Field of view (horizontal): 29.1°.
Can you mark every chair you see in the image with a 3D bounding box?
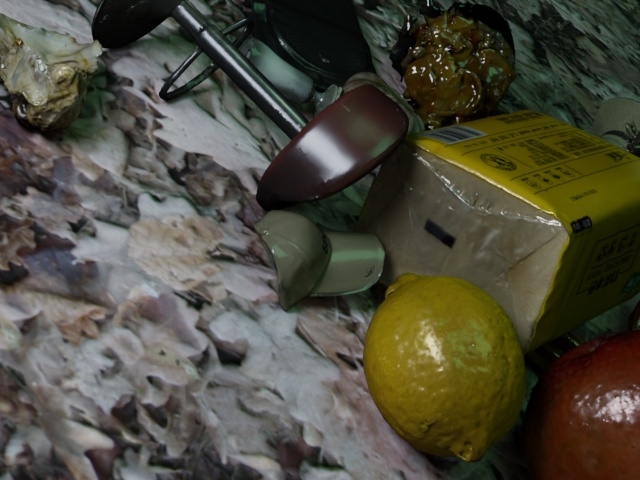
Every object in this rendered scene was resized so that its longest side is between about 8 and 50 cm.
[{"bbox_3d":[-0.082,-0.199,1.594,0.401,0.226,0.226,45,34,9],"label":"chair"}]

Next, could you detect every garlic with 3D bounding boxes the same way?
[{"bbox_3d":[0.084,-0.178,1.836,0.147,0.102,0.159,22,24,-49],"label":"garlic"}]

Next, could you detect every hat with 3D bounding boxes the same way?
[{"bbox_3d":[0.504,-0.102,2.106,0.130,0.257,0.257,-28,67,-19],"label":"hat"},{"bbox_3d":[0.000,0.000,1.538,0.175,0.085,0.147,-5,48,-22],"label":"hat"}]

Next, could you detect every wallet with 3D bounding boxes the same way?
[{"bbox_3d":[-0.017,-0.340,1.985,0.247,0.041,0.323,18,37,-31],"label":"wallet"}]

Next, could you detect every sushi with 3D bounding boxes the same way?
[{"bbox_3d":[0.218,-0.274,2.012,0.200,0.213,0.204,6,27,-8],"label":"sushi"}]

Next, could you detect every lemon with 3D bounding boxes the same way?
[{"bbox_3d":[0.145,0.145,1.447,0.188,0.188,0.257,9,50,-37],"label":"lemon"}]

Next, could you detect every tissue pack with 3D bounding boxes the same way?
[{"bbox_3d":[0.272,-0.024,1.683,0.293,0.228,0.382,29,27,29],"label":"tissue pack"}]

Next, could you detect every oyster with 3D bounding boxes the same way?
[{"bbox_3d":[-0.338,-0.207,1.490,0.161,0.107,0.233,11,24,-28],"label":"oyster"}]

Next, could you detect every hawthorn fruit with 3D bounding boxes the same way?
[{"bbox_3d":[0.407,0.251,1.506,0.311,0.295,0.295,49,35,12],"label":"hawthorn fruit"}]

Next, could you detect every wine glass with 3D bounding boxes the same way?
[{"bbox_3d":[-0.051,-0.232,1.797,0.155,0.072,0.072,27,36,-20],"label":"wine glass"}]

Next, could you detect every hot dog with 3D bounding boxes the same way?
[{"bbox_3d":[0.337,0.163,1.723,0.188,0.055,0.072,40,66,10],"label":"hot dog"}]

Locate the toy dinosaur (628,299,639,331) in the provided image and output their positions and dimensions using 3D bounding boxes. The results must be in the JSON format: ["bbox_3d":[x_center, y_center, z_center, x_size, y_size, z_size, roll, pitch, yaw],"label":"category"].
[{"bbox_3d":[0.460,0.110,1.730,0.167,0.053,0.242,25,73,-40],"label":"toy dinosaur"}]

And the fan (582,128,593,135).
[{"bbox_3d":[0.577,-0.097,2.291,0.182,0.010,0.310,16,38,-31],"label":"fan"}]
